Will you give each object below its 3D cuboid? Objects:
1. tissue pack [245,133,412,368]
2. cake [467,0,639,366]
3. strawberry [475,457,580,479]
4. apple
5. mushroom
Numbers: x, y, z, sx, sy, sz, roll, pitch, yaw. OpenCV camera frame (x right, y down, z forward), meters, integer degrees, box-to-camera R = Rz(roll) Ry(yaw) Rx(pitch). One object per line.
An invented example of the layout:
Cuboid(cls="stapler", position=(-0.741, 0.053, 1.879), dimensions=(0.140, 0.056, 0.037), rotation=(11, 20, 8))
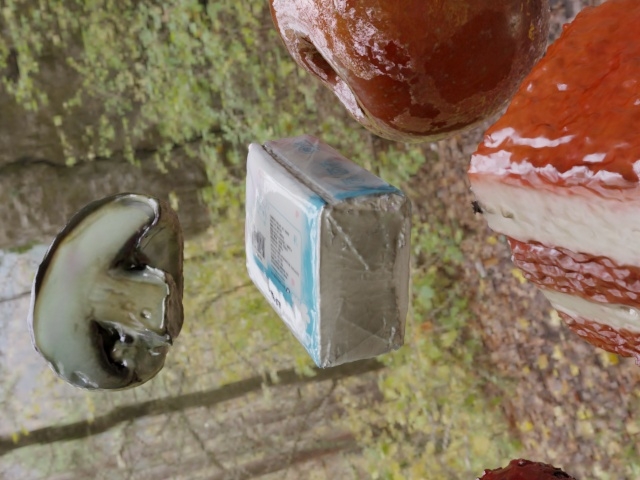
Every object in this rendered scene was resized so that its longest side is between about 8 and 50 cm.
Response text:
Cuboid(cls="tissue pack", position=(0.000, 0.002, 1.036), dimensions=(0.271, 0.124, 0.202), rotation=(-138, 47, -60))
Cuboid(cls="cake", position=(0.350, -0.050, 0.849), dimensions=(0.269, 0.270, 0.319), rotation=(14, 154, 52))
Cuboid(cls="strawberry", position=(0.382, 0.508, 1.541), dimensions=(0.274, 0.220, 0.274), rotation=(0, 90, 47))
Cuboid(cls="apple", position=(0.105, -0.282, 1.072), dimensions=(0.348, 0.277, 0.348), rotation=(45, 175, 5))
Cuboid(cls="mushroom", position=(-0.277, 0.081, 1.212), dimensions=(0.164, 0.189, 0.267), rotation=(71, -167, -72))
